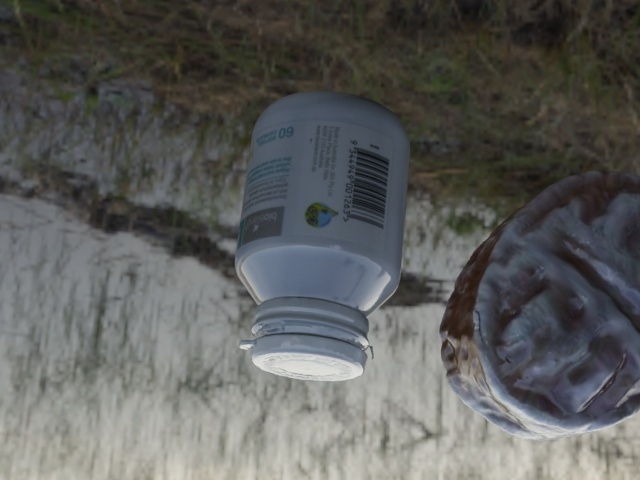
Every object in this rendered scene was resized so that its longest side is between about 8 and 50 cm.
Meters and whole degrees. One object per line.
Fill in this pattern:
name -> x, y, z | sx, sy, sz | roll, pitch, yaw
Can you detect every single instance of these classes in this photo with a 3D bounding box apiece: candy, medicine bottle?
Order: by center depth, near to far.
medicine bottle -> 0.000, 0.000, 0.933 | 0.135, 0.215, 0.135 | 6, 159, 2
candy -> 0.244, 0.064, 1.112 | 0.214, 0.289, 0.157 | 46, 155, 0
